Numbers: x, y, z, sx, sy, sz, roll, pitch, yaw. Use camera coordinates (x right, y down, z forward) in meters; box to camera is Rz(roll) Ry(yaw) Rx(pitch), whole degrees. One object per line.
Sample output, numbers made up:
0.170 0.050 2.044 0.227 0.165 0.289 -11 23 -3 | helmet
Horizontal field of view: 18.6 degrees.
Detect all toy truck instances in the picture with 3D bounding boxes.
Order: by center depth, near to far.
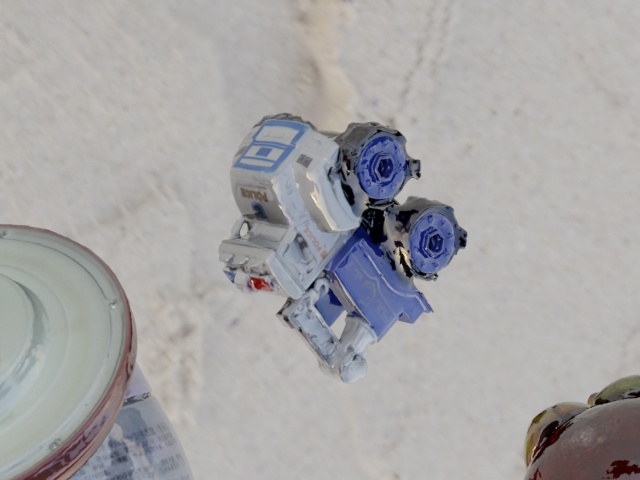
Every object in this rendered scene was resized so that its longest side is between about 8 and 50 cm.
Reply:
0.000 0.000 1.698 0.177 0.161 0.213 -51 125 -22 | toy truck

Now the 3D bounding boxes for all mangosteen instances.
0.214 0.167 1.273 0.200 0.200 0.200 -13 120 -24 | mangosteen

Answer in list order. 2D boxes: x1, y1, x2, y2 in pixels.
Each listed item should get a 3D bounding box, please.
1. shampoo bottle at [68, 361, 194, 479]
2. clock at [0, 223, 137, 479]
-0.246 0.230 1.710 0.273 0.273 0.266 -14 85 -23 | shampoo bottle
-0.303 0.101 1.565 0.318 0.318 0.080 -27 134 -15 | clock
